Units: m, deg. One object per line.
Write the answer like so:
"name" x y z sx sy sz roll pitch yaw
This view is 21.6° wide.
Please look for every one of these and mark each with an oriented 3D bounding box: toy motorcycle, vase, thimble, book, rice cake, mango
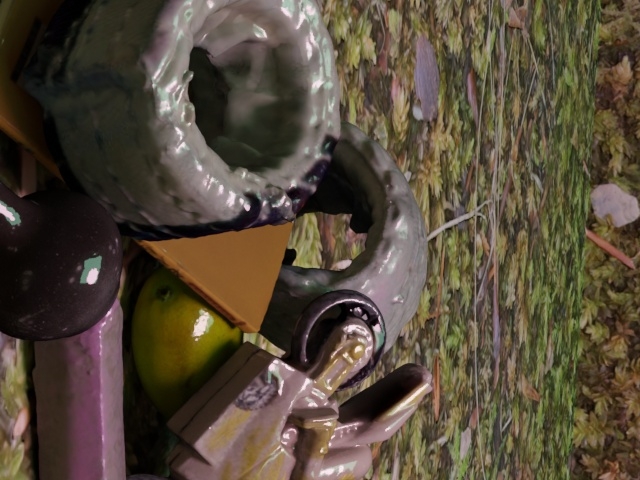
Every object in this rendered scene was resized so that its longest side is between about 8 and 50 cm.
"toy motorcycle" -0.040 0.209 1.504 0.341 0.108 0.223 -44 118 -13
"vase" -0.223 -0.009 1.213 0.183 0.120 0.120 53 43 -40
"thimble" 0.000 0.000 1.634 0.172 0.205 0.250 70 6 -57
"book" -0.129 -0.124 1.413 0.389 0.032 0.269 45 51 -44
"thimble" -0.102 -0.113 1.292 0.237 0.150 0.237 8 80 -52
"rice cake" -0.193 0.211 1.374 0.056 0.073 0.365 -38 130 -66
"mango" -0.118 0.096 1.516 0.117 0.089 0.163 -38 129 -58
